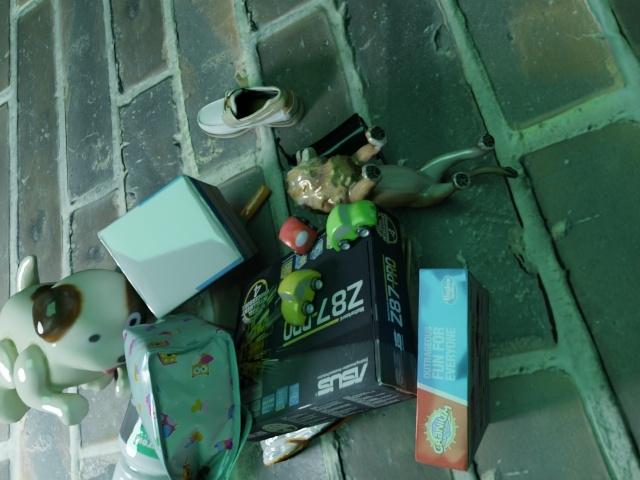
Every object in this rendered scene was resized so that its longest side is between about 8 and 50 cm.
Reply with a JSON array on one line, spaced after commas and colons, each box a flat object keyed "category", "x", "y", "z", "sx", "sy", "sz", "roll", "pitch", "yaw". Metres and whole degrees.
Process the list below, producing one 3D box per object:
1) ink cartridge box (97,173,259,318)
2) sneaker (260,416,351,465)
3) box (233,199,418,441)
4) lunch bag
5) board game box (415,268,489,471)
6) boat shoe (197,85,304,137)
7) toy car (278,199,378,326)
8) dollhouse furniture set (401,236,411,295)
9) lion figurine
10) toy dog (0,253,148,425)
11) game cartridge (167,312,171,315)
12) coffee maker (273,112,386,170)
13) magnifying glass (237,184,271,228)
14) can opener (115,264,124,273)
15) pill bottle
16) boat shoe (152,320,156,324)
[{"category": "ink cartridge box", "x": -0.273, "y": 0.006, "z": 0.934, "sx": 0.198, "sy": 0.270, "sz": 0.197, "roll": -34, "pitch": 92, "yaw": 1}, {"category": "sneaker", "x": -0.033, "y": 0.342, "z": 0.896, "sx": 0.262, "sy": 0.099, "sz": 0.121, "roll": -37, "pitch": 62, "yaw": 13}, {"category": "box", "x": -0.019, "y": 0.156, "z": 0.791, "sx": 0.394, "sy": 0.097, "sz": 0.319, "roll": -33, "pitch": 44, "yaw": 38}, {"category": "lunch bag", "x": -0.227, "y": 0.274, "z": 0.755, "sx": 0.223, "sy": 0.160, "sz": 0.263, "roll": -1, "pitch": 100, "yaw": 58}, {"category": "board game box", "x": 0.216, "y": 0.182, "z": 0.687, "sx": 0.064, "sy": 0.316, "sz": 0.243, "roll": -1, "pitch": 78, "yaw": 25}, {"category": "boat shoe", "x": -0.196, "y": -0.334, "z": 1.111, "sx": 0.301, "sy": 0.103, "sz": 0.113, "roll": -4, "pitch": 77, "yaw": 25}, {"category": "toy car", "x": 0.000, "y": 0.000, "z": 0.744, "sx": 0.225, "sy": 0.053, "sz": 0.239, "roll": -38, "pitch": 38, "yaw": 33}, {"category": "dollhouse furniture set", "x": 0.068, "y": 0.121, "z": 0.861, "sx": 0.197, "sy": 0.151, "sz": 0.302, "roll": -1, "pitch": 79, "yaw": 25}, {"category": "lion figurine", "x": 0.137, "y": -0.109, "z": 0.838, "sx": 0.391, "sy": 0.240, "sz": 0.142, "roll": 7, "pitch": 72, "yaw": -14}, {"category": "toy dog", "x": -0.531, "y": 0.194, "z": 0.987, "sx": 0.407, "sy": 0.284, "sz": 0.396, "roll": -22, "pitch": 74, "yaw": 38}, {"category": "game cartridge", "x": -0.415, "y": 0.159, "z": 1.159, "sx": 0.083, "sy": 0.017, "sz": 0.056, "roll": 13, "pitch": 81, "yaw": 27}, {"category": "coffee maker", "x": 0.028, "y": -0.184, "z": 0.937, "sx": 0.178, "sy": 0.171, "sz": 0.120, "roll": -33, "pitch": 51, "yaw": 14}, {"category": "magnifying glass", "x": -0.200, "y": -0.037, "z": 1.081, "sx": 0.092, "sy": 0.026, "sz": 0.231, "roll": 37, "pitch": 92, "yaw": -2}, {"category": "can opener", "x": -0.393, "y": 0.041, "z": 1.137, "sx": 0.280, "sy": 0.093, "sz": 0.074, "roll": -29, "pitch": 70, "yaw": 12}, {"category": "pill bottle", "x": -0.308, "y": 0.361, "z": 0.958, "sx": 0.204, "sy": 0.204, "sz": 0.362, "roll": 14, "pitch": 85, "yaw": 27}, {"category": "boat shoe", "x": -0.439, "y": 0.258, "z": 1.116, "sx": 0.068, "sy": 0.072, "sz": 0.190, "roll": 44, "pitch": 99, "yaw": 26}]
